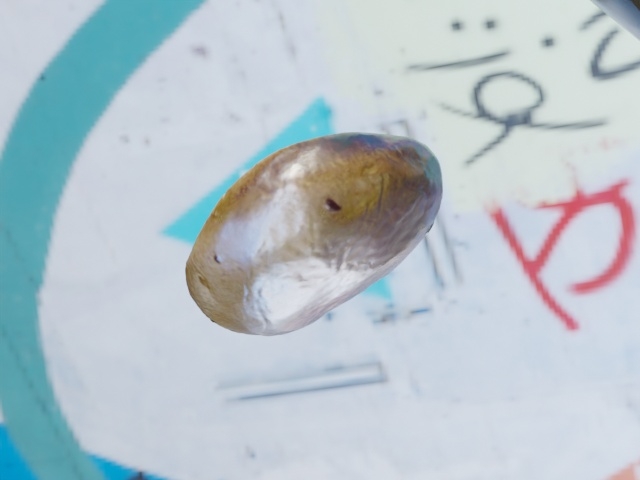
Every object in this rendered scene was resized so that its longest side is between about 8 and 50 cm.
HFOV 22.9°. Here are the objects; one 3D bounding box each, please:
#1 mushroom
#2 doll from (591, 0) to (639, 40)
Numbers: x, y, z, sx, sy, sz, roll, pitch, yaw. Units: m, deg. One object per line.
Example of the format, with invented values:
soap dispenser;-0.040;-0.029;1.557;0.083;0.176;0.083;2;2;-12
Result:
mushroom;0.000;0.000;0.676;0.052;0.123;0.123;60;-167;23
doll;0.052;-0.158;0.267;0.161;0.348;0.423;-56;-1;-6
